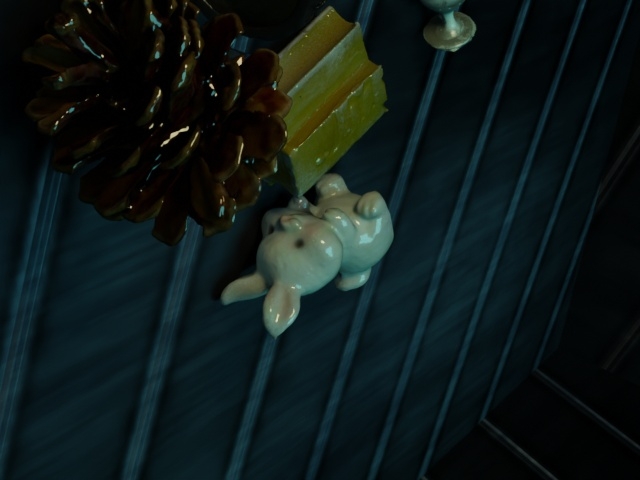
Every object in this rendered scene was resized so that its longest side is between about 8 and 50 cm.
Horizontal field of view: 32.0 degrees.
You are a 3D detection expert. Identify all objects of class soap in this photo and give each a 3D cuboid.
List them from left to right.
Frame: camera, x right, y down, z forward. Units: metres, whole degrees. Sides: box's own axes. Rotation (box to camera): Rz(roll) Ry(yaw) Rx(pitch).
[{"bbox_3d":[-0.016,-0.261,2.122,0.281,0.143,0.259,-46,145,-20],"label":"soap"}]

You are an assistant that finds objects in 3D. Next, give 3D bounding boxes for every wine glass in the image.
[{"bbox_3d":[0.264,-0.525,2.381,0.126,0.126,0.241,-52,152,-22],"label":"wine glass"}]

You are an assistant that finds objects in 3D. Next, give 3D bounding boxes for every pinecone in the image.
[{"bbox_3d":[-0.250,-0.193,1.580,0.384,0.384,0.384,-39,142,-38],"label":"pinecone"}]

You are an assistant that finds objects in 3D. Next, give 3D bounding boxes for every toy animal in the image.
[{"bbox_3d":[-0.023,0.042,2.253,0.368,0.196,0.241,-31,126,-34],"label":"toy animal"}]

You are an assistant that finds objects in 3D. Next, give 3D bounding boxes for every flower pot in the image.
[{"bbox_3d":[-0.063,-0.489,1.749,0.267,0.267,0.266,-55,152,-38],"label":"flower pot"}]

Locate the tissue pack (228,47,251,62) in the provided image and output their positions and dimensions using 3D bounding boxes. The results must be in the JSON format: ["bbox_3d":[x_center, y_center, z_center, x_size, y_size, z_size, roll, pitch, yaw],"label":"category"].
[{"bbox_3d":[-0.187,-0.261,1.850,0.155,0.115,0.065,-46,146,-33],"label":"tissue pack"}]
